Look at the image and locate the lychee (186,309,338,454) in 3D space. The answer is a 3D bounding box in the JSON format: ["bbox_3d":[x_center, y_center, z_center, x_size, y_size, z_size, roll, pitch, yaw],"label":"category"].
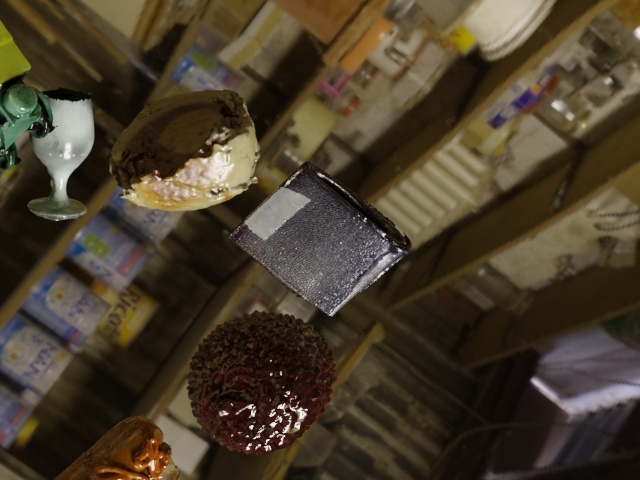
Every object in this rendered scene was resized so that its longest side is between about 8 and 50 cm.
[{"bbox_3d":[-0.124,0.289,1.941,0.306,0.306,0.330,-48,175,26],"label":"lychee"}]

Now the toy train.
[{"bbox_3d":[-0.640,-0.243,1.715,0.150,0.237,0.369,-40,-170,-39],"label":"toy train"}]

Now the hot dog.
[{"bbox_3d":[-0.364,0.432,1.474,0.117,0.158,0.349,16,-136,42],"label":"hot dog"}]

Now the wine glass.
[{"bbox_3d":[-0.505,-0.170,1.812,0.126,0.126,0.241,-80,180,-72],"label":"wine glass"}]

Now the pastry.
[{"bbox_3d":[-0.228,-0.146,1.646,0.255,0.170,0.237,-18,-144,9],"label":"pastry"}]

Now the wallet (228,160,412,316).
[{"bbox_3d":[0.000,0.000,1.677,0.221,0.262,0.071,-41,-156,29],"label":"wallet"}]
